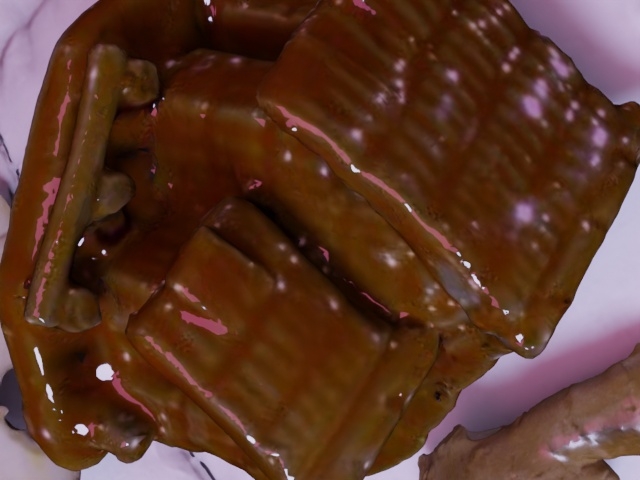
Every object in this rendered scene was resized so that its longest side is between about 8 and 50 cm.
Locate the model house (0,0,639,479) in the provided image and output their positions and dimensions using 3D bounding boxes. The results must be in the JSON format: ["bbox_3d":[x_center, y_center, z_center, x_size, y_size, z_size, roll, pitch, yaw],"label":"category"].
[{"bbox_3d":[-0.001,0.000,0.530,0.229,0.199,0.219,9,132,35],"label":"model house"}]

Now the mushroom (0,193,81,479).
[{"bbox_3d":[-0.248,0.055,0.752,0.285,0.156,0.151,61,151,5],"label":"mushroom"}]

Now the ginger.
[{"bbox_3d":[0.110,0.114,0.572,0.165,0.067,0.096,-36,62,33],"label":"ginger"}]
